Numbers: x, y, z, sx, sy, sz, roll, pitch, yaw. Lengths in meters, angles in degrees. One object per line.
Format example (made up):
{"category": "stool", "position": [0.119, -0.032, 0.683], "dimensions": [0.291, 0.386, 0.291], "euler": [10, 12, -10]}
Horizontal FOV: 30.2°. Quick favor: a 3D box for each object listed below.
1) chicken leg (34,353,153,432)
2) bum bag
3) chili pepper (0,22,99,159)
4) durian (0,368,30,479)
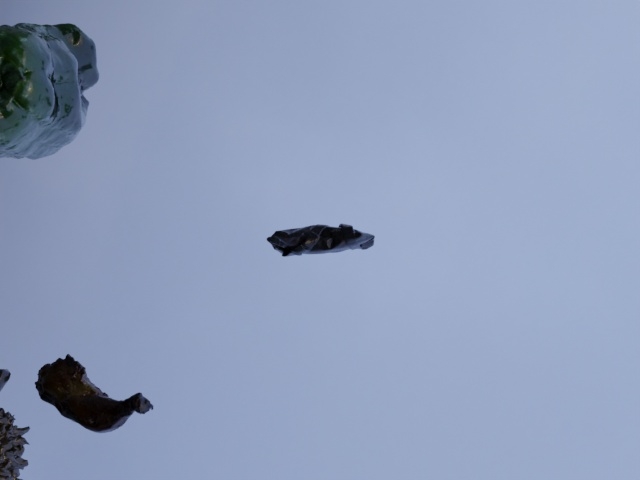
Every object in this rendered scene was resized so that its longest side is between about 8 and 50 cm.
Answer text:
{"category": "chicken leg", "position": [-0.195, 0.136, 1.015], "dimensions": [0.145, 0.037, 0.062], "euler": [19, -63, 37]}
{"category": "bum bag", "position": [0.000, -0.001, 1.359], "dimensions": [0.058, 0.124, 0.034], "euler": [76, 10, -76]}
{"category": "chili pepper", "position": [-0.209, -0.110, 0.874], "dimensions": [0.253, 0.083, 0.099], "euler": [-96, -175, -79]}
{"category": "durian", "position": [-0.332, 0.175, 0.993], "dimensions": [0.167, 0.196, 0.196], "euler": [48, 48, -72]}
